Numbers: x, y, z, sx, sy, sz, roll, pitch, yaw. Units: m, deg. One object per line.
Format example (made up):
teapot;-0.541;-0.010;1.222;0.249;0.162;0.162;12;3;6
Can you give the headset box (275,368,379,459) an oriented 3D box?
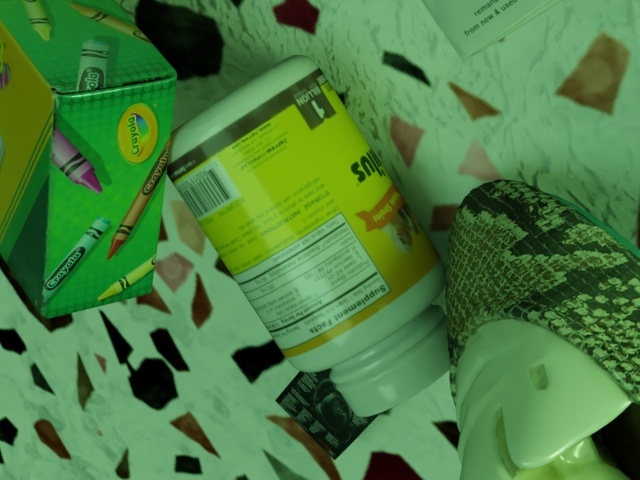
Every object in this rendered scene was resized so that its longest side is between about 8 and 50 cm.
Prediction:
headset box;0.015;0.106;1.044;0.062;0.032;0.083;43;133;7

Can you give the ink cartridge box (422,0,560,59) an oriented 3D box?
ink cartridge box;0.075;-0.218;0.718;0.093;0.154;0.212;-30;97;45

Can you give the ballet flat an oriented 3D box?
ballet flat;0.187;0.157;0.765;0.483;0.182;0.164;48;143;24

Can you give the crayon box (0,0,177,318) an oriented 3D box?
crayon box;-0.193;-0.102;0.968;0.278;0.081;0.165;49;140;41

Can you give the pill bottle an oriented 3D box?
pill bottle;0.000;0.000;0.932;0.117;0.117;0.215;-27;98;43
